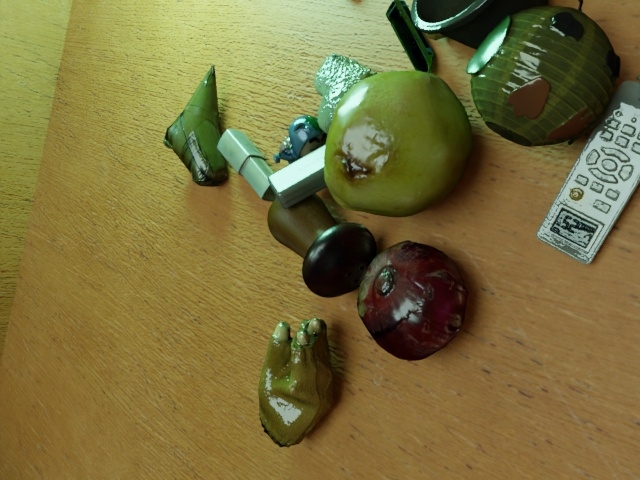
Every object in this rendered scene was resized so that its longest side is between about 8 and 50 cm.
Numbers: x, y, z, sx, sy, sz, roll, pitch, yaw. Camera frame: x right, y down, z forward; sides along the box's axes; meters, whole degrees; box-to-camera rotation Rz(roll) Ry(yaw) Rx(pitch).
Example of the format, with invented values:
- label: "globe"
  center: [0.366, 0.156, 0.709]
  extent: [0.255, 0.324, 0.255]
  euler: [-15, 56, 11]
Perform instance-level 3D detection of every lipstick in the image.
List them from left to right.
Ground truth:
- label: "lipstick"
  center: [-0.193, -0.210, 1.696]
  extent: [0.253, 0.079, 0.077]
  euler: [49, 116, 32]

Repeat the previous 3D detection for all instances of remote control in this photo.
- label: "remote control"
  center: [0.506, -0.117, 1.068]
  extent: [0.109, 0.055, 0.313]
  euler: [34, 113, 28]

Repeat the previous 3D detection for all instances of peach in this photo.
- label: "peach"
  center: [0.158, -0.189, 1.226]
  extent: [0.281, 0.315, 0.314]
  euler: [25, 96, 25]

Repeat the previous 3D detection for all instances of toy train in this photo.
- label: "toy train"
  center: [0.212, -0.453, 1.368]
  extent: [0.209, 0.042, 0.044]
  euler: [68, 150, 21]

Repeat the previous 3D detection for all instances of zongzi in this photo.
- label: "zongzi"
  center: [-0.324, -0.335, 1.803]
  extent: [0.289, 0.123, 0.260]
  euler: [-52, 60, 22]

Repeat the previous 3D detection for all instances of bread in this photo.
- label: "bread"
  center: [0.058, -0.366, 1.462]
  extent: [0.172, 0.064, 0.232]
  euler: [-13, 64, 27]

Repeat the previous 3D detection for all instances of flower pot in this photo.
- label: "flower pot"
  center: [0.324, -0.470, 1.158]
  extent: [0.269, 0.166, 0.269]
  euler: [-37, 38, 35]

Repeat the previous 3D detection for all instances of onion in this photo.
- label: "onion"
  center: [0.183, 0.119, 1.250]
  extent: [0.246, 0.190, 0.247]
  euler: [-27, 51, 39]

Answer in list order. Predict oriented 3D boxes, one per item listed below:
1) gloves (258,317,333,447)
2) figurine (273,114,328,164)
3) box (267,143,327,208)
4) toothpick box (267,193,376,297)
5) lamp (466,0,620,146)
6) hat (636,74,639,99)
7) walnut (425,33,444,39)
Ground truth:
- label: "gloves"
  center: [-0.053, 0.333, 1.469]
  extent: [0.203, 0.155, 0.357]
  euler: [44, 131, 43]
- label: "figurine"
  center: [-0.042, -0.231, 1.550]
  extent: [0.178, 0.114, 0.145]
  euler: [-36, 70, 47]
- label: "box"
  center: [-0.002, -0.170, 1.435]
  extent: [0.243, 0.055, 0.103]
  euler: [-29, 42, -4]
- label: "toothpick box"
  center: [0.000, 0.000, 1.434]
  extent: [0.294, 0.192, 0.192]
  euler: [46, 116, 41]
- label: "lamp"
  center: [0.400, -0.304, 1.058]
  extent: [0.250, 0.250, 0.284]
  euler: [32, 94, 39]
- label: "hat"
  center: [0.611, -0.256, 0.907]
  extent: [0.251, 0.110, 0.252]
  euler: [-4, 82, 29]
- label: "walnut"
  center: [0.265, -0.477, 1.301]
  extent: [0.096, 0.082, 0.079]
  euler: [-31, 39, 39]
